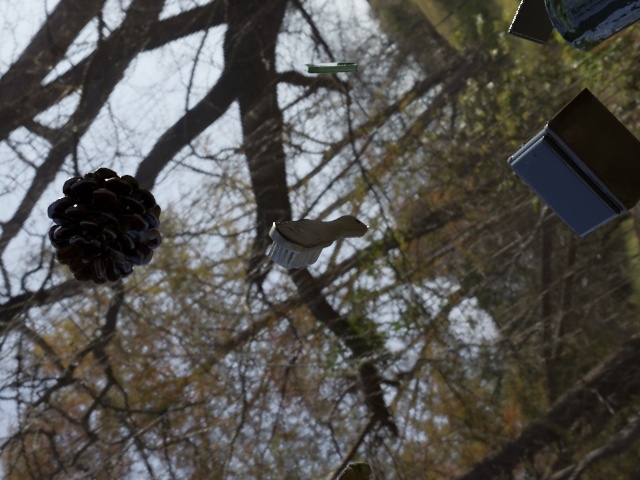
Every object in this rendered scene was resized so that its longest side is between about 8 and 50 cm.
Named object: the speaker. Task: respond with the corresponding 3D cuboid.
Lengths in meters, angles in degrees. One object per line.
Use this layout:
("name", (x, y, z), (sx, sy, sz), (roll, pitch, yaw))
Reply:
("speaker", (0.533, -0.153, 1.460), (0.231, 0.153, 0.192), (47, -119, 4))

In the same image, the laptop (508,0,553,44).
("laptop", (0.519, -0.539, 1.723), (0.180, 0.129, 0.016), (-4, -147, -48))

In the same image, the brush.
("brush", (0.000, 0.000, 1.244), (0.070, 0.065, 0.327), (35, -161, 17))

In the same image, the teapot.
("teapot", (0.651, -0.526, 1.494), (0.270, 0.337, 0.200), (13, -113, -34))

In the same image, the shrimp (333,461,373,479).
("shrimp", (-0.006, 0.362, 0.864), (0.051, 0.217, 0.150), (26, -178, 29))

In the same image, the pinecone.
("pinecone", (-0.376, -0.016, 1.262), (0.208, 0.208, 0.207), (44, -158, -23))

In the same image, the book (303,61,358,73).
("book", (0.021, -0.348, 1.454), (0.135, 0.103, 0.017), (-107, 14, -73))
